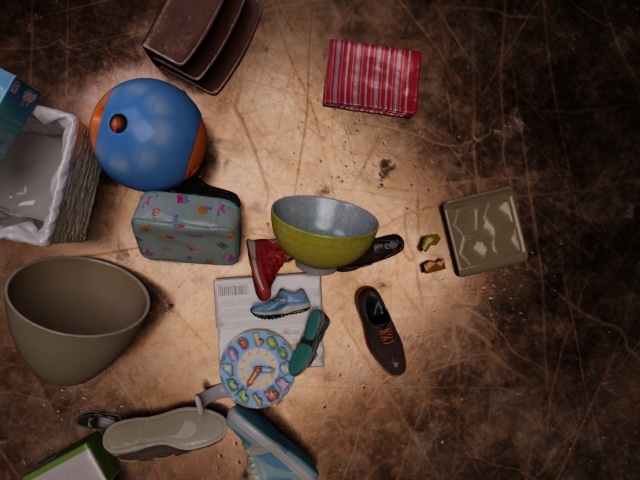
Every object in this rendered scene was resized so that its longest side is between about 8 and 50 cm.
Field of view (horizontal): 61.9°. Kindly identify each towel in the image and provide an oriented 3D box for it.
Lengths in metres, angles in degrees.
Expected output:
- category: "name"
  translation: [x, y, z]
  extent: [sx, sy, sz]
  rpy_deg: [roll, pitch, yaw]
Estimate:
- category: "towel"
  translation: [0.152, -0.469, 1.543]
  extent: [0.274, 0.031, 0.199]
  rpy_deg: [7, 87, -3]

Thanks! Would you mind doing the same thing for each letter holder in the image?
- category: "letter holder"
  translation: [-0.306, -0.584, 1.456]
  extent: [0.214, 0.152, 0.302]
  rpy_deg: [27, 87, -5]

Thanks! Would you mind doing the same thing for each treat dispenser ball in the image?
- category: "treat dispenser ball"
  translation: [-0.436, -0.267, 1.369]
  extent: [0.288, 0.288, 0.288]
  rpy_deg: [0, 89, -4]

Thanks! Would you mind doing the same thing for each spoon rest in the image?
- category: "spoon rest"
  translation: [-0.211, 0.405, 1.486]
  extent: [0.276, 0.084, 0.137]
  rpy_deg: [-14, 91, -17]

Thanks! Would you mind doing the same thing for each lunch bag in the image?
- category: "lunch bag"
  translation: [-0.349, -0.024, 1.411]
  extent: [0.279, 0.224, 0.108]
  rpy_deg: [6, 58, -2]

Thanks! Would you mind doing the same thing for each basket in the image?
- category: "basket"
  translation: [-0.767, -0.170, 1.358]
  extent: [0.331, 0.266, 0.328]
  rpy_deg: [12, 88, -4]

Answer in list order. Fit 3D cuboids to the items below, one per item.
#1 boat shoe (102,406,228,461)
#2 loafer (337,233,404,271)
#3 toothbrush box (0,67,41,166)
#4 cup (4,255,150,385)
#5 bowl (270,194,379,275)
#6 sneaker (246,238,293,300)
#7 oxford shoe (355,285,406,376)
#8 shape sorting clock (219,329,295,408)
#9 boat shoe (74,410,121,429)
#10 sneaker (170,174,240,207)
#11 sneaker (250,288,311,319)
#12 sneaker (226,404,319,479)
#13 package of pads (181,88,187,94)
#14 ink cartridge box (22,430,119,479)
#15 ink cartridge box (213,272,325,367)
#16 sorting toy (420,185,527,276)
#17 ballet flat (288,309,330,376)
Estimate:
- category: "boat shoe"
  translation: [-0.412, 0.534, 1.451]
  extent: [0.324, 0.097, 0.117]
  rpy_deg: [-6, 49, -7]
- category: "loafer"
  translation: [0.135, 0.029, 1.505]
  extent: [0.220, 0.078, 0.080]
  rpy_deg: [-21, 90, -4]
- category: "toothbrush box"
  translation: [-0.801, -0.263, 1.167]
  extent: [0.216, 0.126, 0.296]
  rpy_deg: [28, 88, -2]
- category: "cup"
  translation: [-0.629, 0.225, 1.360]
  extent: [0.331, 0.331, 0.237]
  rpy_deg: [22, 114, -3]
- category: "bowl"
  translation: [0.000, 0.000, 1.423]
  extent: [0.289, 0.289, 0.156]
  rpy_deg: [9, 113, -4]
- category: "sneaker"
  translation: [-0.125, 0.063, 1.438]
  extent: [0.128, 0.087, 0.221]
  rpy_deg: [-10, 46, -10]
- category: "oxford shoe"
  translation: [0.170, 0.260, 1.493]
  extent: [0.096, 0.098, 0.271]
  rpy_deg: [-25, 90, -4]
- category: "shape sorting clock"
  translation: [-0.167, 0.343, 1.428]
  extent: [0.206, 0.040, 0.206]
  rpy_deg: [0, 87, -7]
- category: "boat shoe"
  translation: [-0.614, 0.498, 1.466]
  extent: [0.125, 0.038, 0.046]
  rpy_deg: [6, 88, -4]
- category: "sneaker"
  translation: [-0.324, -0.103, 1.476]
  extent: [0.234, 0.097, 0.084]
  rpy_deg: [24, 46, 17]
- category: "sneaker"
  translation: [-0.111, 0.168, 1.440]
  extent: [0.162, 0.063, 0.073]
  rpy_deg: [-10, 71, -8]
- category: "sneaker"
  translation: [-0.176, 0.604, 1.431]
  extent: [0.208, 0.127, 0.319]
  rpy_deg: [-46, 103, -3]
- category: "package of pads"
  translation: [-0.411, -0.387, 1.502]
  extent: [0.083, 0.032, 0.050]
  rpy_deg: [-25, 94, -4]
- category: "ink cartridge box"
  translation: [-0.637, 0.683, 1.433]
  extent: [0.188, 0.097, 0.255]
  rpy_deg: [-28, 92, -4]
- category: "ink cartridge box"
  translation: [-0.141, 0.226, 1.490]
  extent: [0.296, 0.066, 0.261]
  rpy_deg: [-3, 90, -4]
- category: "sorting toy"
  translation: [0.431, -0.014, 1.550]
  extent: [0.307, 0.041, 0.229]
  rpy_deg: [-13, 94, -4]
- category: "ballet flat"
  translation: [-0.023, 0.279, 1.430]
  extent: [0.070, 0.070, 0.188]
  rpy_deg: [25, 83, -3]
